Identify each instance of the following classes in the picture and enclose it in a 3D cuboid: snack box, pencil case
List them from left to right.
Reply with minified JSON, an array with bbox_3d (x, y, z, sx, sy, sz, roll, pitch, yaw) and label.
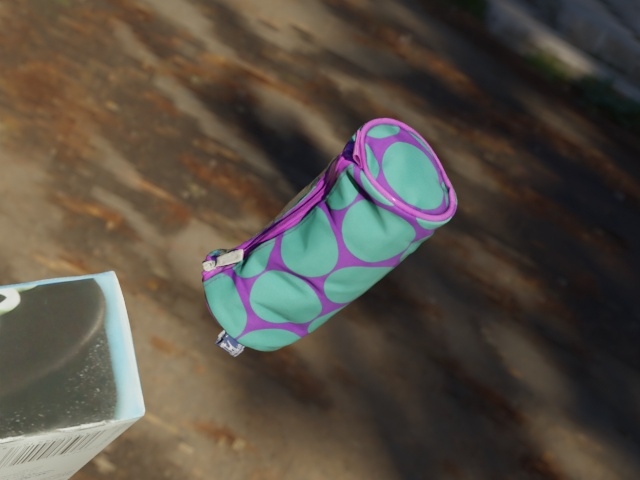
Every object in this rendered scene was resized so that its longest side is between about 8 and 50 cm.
[{"bbox_3d":[-0.241,0.084,0.567,0.322,0.187,0.060,-7,73,-28],"label":"snack box"},{"bbox_3d":[0.000,0.000,0.850,0.070,0.151,0.064,26,45,-27],"label":"pencil case"}]
